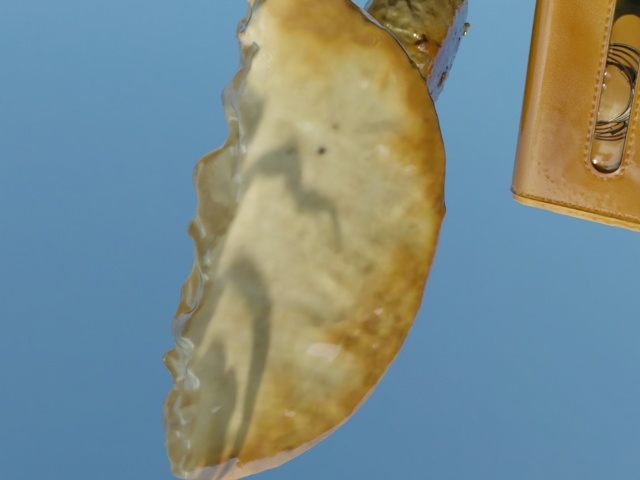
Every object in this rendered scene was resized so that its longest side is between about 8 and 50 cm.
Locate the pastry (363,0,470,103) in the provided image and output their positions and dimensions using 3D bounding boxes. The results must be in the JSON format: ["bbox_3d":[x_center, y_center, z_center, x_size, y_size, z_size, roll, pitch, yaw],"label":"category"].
[{"bbox_3d":[0.090,-0.191,0.973,0.093,0.193,0.182,23,-160,12],"label":"pastry"}]

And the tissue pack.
[{"bbox_3d":[0.297,-0.164,0.882,0.194,0.275,0.145,16,-153,28],"label":"tissue pack"}]

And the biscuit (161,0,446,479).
[{"bbox_3d":[0.000,0.000,0.608,0.204,0.309,0.040,4,-169,-42],"label":"biscuit"}]
